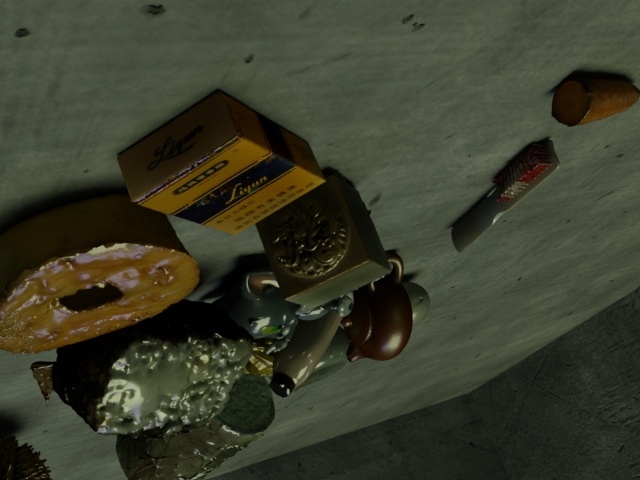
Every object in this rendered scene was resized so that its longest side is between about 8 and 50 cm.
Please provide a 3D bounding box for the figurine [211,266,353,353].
[{"bbox_3d":[-0.048,0.099,1.570,0.265,0.140,0.193,-24,172,-30],"label":"figurine"}]

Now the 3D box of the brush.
[{"bbox_3d":[0.316,-0.073,1.640,0.050,0.060,0.321,1,151,-25],"label":"brush"}]

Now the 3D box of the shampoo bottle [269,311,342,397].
[{"bbox_3d":[-0.024,0.185,1.697,0.127,0.078,0.257,-35,-164,49],"label":"shampoo bottle"}]

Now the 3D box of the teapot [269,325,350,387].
[{"bbox_3d":[-0.033,0.238,1.967,0.193,0.129,0.294,-18,162,-16],"label":"teapot"}]

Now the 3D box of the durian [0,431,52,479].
[{"bbox_3d":[-0.648,0.542,1.736,0.347,0.347,0.384,-8,155,-38],"label":"durian"}]

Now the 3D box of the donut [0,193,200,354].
[{"bbox_3d":[-0.299,0.039,1.149,0.277,0.108,0.277,-21,160,-8],"label":"donut"}]

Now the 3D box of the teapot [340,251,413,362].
[{"bbox_3d":[0.104,0.137,1.808,0.135,0.178,0.252,-6,122,-29],"label":"teapot"}]

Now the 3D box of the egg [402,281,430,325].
[{"bbox_3d":[0.173,0.145,1.980,0.135,0.103,0.103,-23,161,7],"label":"egg"}]

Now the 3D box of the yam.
[{"bbox_3d":[-0.279,0.416,2.000,0.348,0.241,0.241,-40,156,28],"label":"yam"}]

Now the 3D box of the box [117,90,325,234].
[{"bbox_3d":[-0.113,-0.085,1.102,0.152,0.070,0.237,-29,162,17],"label":"box"}]

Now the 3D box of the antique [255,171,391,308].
[{"bbox_3d":[0.000,0.000,1.327,0.146,0.152,0.148,-27,163,15],"label":"antique"}]

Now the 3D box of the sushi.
[{"bbox_3d":[-0.268,0.190,1.386,0.343,0.182,0.196,2,105,-50],"label":"sushi"}]

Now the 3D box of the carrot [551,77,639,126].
[{"bbox_3d":[0.436,-0.219,1.390,0.205,0.072,0.072,-14,160,-42],"label":"carrot"}]

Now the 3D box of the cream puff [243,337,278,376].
[{"bbox_3d":[-0.129,0.203,1.762,0.156,0.121,0.156,-15,160,-6],"label":"cream puff"}]
